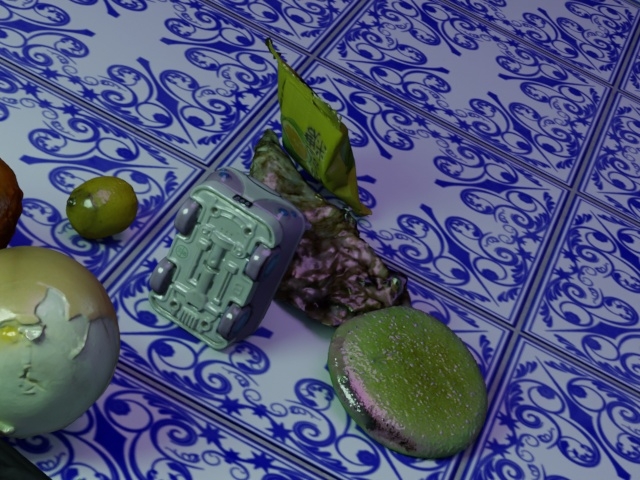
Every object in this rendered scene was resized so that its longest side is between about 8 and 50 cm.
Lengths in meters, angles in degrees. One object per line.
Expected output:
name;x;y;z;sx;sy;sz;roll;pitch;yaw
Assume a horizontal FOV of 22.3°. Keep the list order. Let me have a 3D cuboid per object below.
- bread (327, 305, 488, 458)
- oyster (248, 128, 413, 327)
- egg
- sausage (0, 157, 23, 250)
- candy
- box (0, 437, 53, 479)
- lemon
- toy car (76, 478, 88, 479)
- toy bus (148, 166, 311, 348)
bread;0.114;0.172;2.053;0.228;0.033;0.228;15;49;-18
oyster;-0.026;-0.004;2.208;0.204;0.111;0.396;-15;53;-43
egg;-0.317;0.102;1.743;0.201;0.201;0.244;13;15;-19
sausage;-0.451;-0.045;1.859;0.268;0.141;0.153;6;-36;49
candy;-0.007;-0.150;2.323;0.081;0.297;0.187;-37;60;-9
box;-0.396;0.198;1.462;0.350;0.091;0.359;24;1;42
lemon;-0.280;-0.044;2.105;0.082;0.082;0.110;41;34;25
toy car;-0.233;0.309;1.618;0.054;0.073;0.143;-4;39;-15
toy bus;-0.112;0.014;2.021;0.142;0.202;0.142;33;30;13
